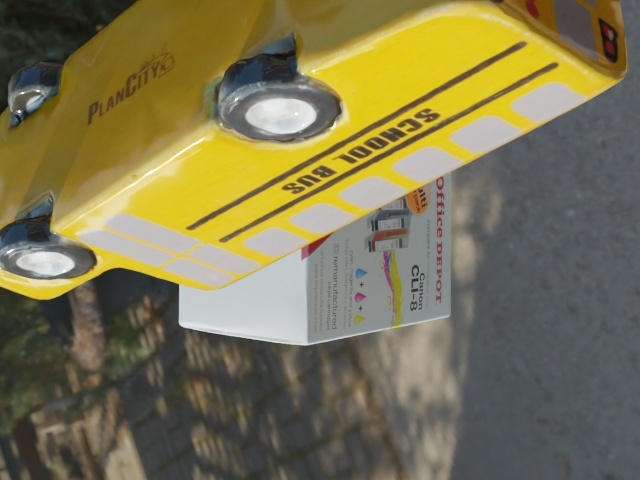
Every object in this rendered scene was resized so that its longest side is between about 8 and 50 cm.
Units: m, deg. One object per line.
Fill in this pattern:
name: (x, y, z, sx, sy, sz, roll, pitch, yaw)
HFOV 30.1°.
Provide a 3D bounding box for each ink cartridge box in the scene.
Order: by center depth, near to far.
ink cartridge box: (0.000, 0.000, 0.886, 0.127, 0.176, 0.128, 4, 96, 39)

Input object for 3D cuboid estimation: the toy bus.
toy bus: (-0.033, -0.064, 0.568, 0.332, 0.130, 0.108, -27, 55, 40)
